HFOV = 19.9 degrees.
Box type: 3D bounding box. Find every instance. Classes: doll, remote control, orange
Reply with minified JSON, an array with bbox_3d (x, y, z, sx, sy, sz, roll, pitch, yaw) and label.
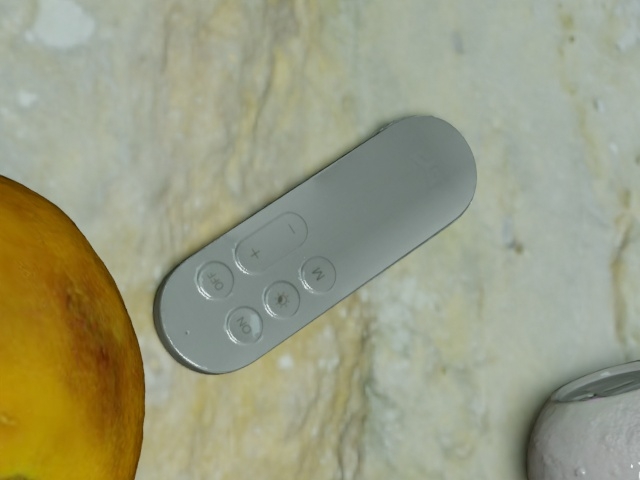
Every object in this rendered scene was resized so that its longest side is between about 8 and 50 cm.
[{"bbox_3d":[0.226,0.220,1.142,0.151,0.151,0.287,-21,95,-25],"label":"doll"},{"bbox_3d":[0.000,0.000,1.145,0.245,0.022,0.077,-34,96,-24],"label":"remote control"},{"bbox_3d":[-0.215,0.084,0.913,0.261,0.261,0.261,4,78,-22],"label":"orange"}]
